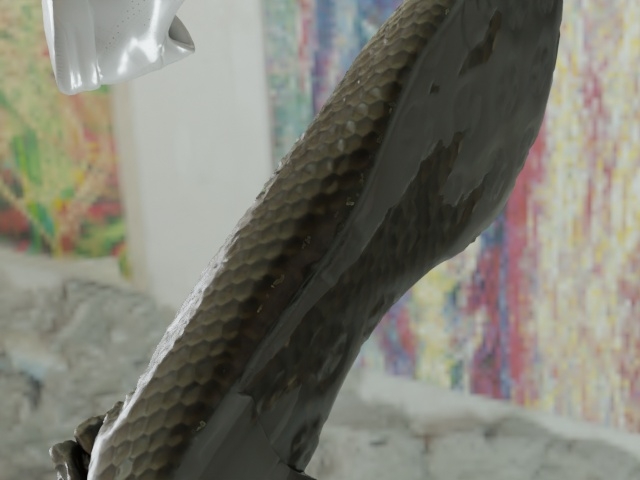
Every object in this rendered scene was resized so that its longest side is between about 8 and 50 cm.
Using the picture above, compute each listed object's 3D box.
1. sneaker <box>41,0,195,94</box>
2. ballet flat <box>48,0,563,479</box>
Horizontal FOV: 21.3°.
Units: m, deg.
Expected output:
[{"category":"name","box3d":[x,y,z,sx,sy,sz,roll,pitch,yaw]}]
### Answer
[{"category":"sneaker","box3d":[-0.096,-0.163,0.857,0.094,0.212,0.080,-9,-124,-12]},{"category":"ballet flat","box3d":[0.000,0.000,0.479,0.058,0.084,0.250,14,-121,32]}]
